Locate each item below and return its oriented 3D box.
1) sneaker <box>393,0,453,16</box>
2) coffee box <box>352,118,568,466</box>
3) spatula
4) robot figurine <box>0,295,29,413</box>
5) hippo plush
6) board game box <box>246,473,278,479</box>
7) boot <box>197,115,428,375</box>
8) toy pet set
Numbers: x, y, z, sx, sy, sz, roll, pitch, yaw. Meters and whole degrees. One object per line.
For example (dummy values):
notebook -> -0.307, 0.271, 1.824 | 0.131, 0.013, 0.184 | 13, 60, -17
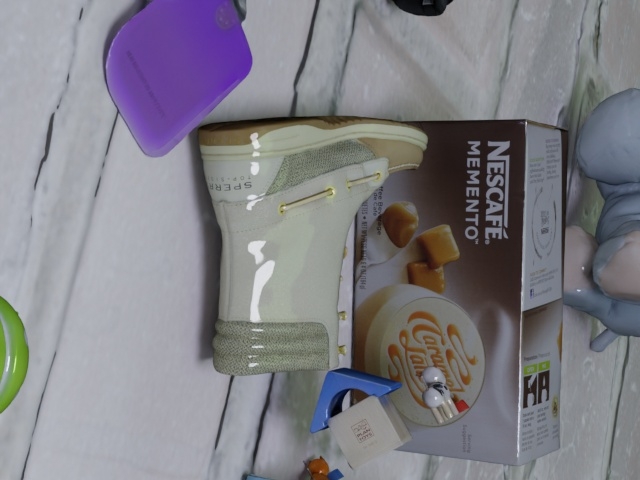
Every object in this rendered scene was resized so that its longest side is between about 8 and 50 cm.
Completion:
sneaker -> 0.091, -0.207, 1.018 | 0.152, 0.058, 0.084 | 22, 68, -54
coffee box -> 0.106, 0.034, 0.984 | 0.098, 0.141, 0.246 | -1, 94, -60
spatula -> -0.037, -0.177, 0.807 | 0.296, 0.030, 0.084 | -59, 139, -32
robot figurine -> -0.177, 0.050, 0.570 | 0.115, 0.067, 0.101 | 12, 92, -60
hippo plush -> 0.360, -0.025, 1.322 | 0.294, 0.234, 0.236 | 34, 64, -55
board game box -> 0.011, 0.309, 0.836 | 0.142, 0.144, 0.275 | 39, 60, -55
boot -> 0.000, 0.000, 0.863 | 0.213, 0.077, 0.165 | -9, 100, -54
toy pet set -> 0.027, 0.119, 0.893 | 0.065, 0.122, 0.114 | 61, 12, 10
